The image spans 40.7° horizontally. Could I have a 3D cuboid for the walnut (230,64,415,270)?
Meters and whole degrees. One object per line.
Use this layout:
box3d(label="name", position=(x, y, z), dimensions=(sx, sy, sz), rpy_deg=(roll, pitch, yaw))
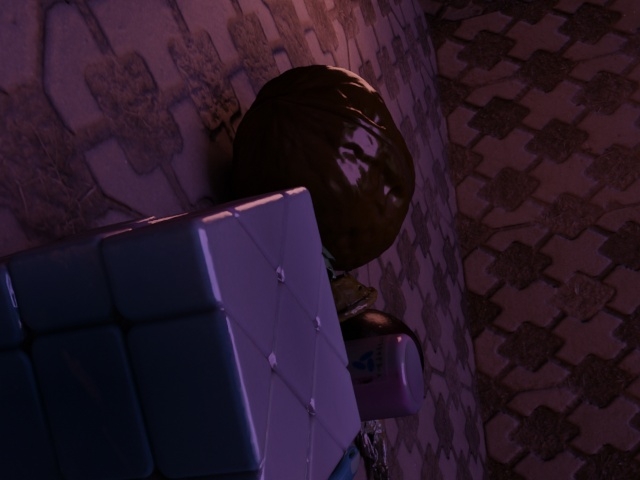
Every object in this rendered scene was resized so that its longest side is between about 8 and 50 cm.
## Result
box3d(label="walnut", position=(0.008, -0.130, 1.583), dimensions=(0.398, 0.308, 0.353), rpy_deg=(48, 37, -52))

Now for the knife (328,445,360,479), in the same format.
box3d(label="knife", position=(0.036, 0.481, 1.763), dimensions=(0.222, 0.032, 0.064), rpy_deg=(-26, 108, -67))

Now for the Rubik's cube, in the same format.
box3d(label="Rubik's cube", position=(-0.167, 0.134, 0.940), dimensions=(0.319, 0.316, 0.321), rpy_deg=(-30, 109, -71))

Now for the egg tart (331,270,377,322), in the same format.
box3d(label="egg tart", position=(0.008, 0.121, 1.635), dimensions=(0.090, 0.213, 0.212), rpy_deg=(64, 20, 0))

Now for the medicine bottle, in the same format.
box3d(label="medicine bottle", position=(0.051, 0.258, 1.581), dimensions=(0.152, 0.255, 0.151), rpy_deg=(-9, 90, -71))

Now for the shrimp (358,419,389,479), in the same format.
box3d(label="shrimp", position=(0.118, 0.469, 1.977), dimensions=(0.126, 0.048, 0.223), rpy_deg=(31, 45, -56))

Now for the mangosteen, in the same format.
box3d(label="mangosteen", position=(0.081, 0.280, 1.742), dimensions=(0.289, 0.231, 0.231), rpy_deg=(-63, 143, -28))

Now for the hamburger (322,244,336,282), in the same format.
box3d(label="hamburger", position=(-0.076, 0.067, 1.406), dimensions=(0.125, 0.214, 0.235), rpy_deg=(-37, 121, -56))
